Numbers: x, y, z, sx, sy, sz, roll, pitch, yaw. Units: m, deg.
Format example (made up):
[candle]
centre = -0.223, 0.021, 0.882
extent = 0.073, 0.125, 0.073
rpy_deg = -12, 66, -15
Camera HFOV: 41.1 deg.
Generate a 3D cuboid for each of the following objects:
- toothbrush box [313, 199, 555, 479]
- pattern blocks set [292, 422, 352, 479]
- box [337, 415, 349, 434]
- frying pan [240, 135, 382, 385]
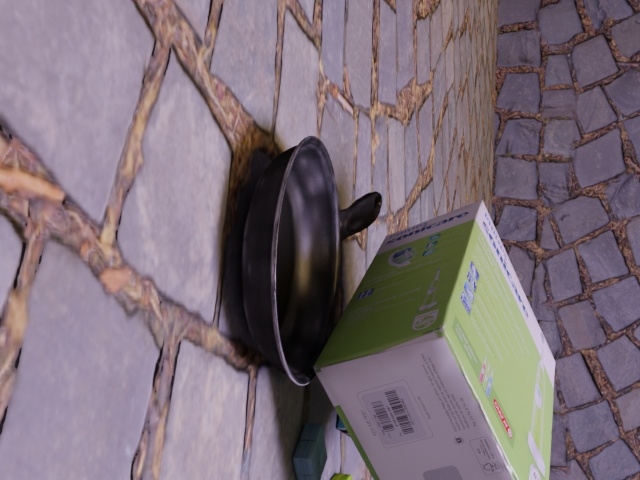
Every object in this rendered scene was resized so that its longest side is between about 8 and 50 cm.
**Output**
[toothbrush box]
centre = 0.125, 0.116, 0.799
extent = 0.206, 0.122, 0.283
rpy_deg = 62, 26, -14
[pattern blocks set]
centre = -0.001, 0.349, 0.814
extent = 0.285, 0.026, 0.324
rpy_deg = -73, 157, -45
[box]
centre = 0.098, 0.215, 1.017
extent = 0.244, 0.101, 0.060
rpy_deg = 54, 38, -65
[frying pan]
centre = -0.004, -0.023, 0.730
extent = 0.326, 0.053, 0.197
rpy_deg = -70, 157, -51
